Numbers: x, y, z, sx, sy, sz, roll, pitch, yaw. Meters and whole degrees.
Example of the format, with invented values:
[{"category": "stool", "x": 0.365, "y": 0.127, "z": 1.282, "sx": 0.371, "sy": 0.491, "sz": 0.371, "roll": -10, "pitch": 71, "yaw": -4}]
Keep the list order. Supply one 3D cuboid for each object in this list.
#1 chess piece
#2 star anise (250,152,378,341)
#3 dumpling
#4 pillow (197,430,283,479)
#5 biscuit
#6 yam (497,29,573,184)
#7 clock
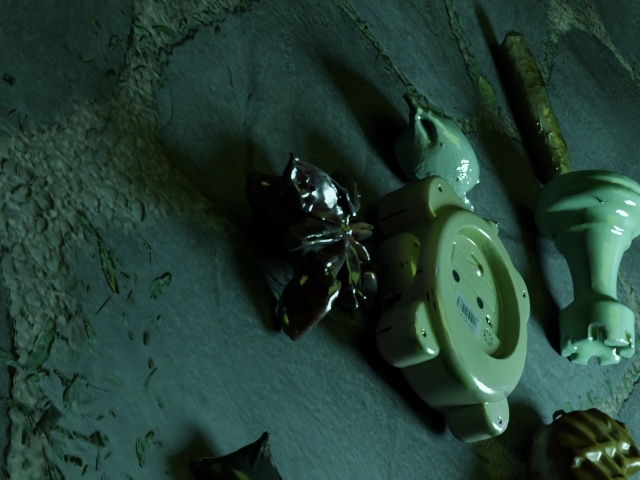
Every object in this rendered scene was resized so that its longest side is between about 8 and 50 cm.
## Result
[{"category": "chess piece", "x": 0.457, "y": 0.052, "z": 2.054, "sx": 0.195, "sy": 0.195, "sz": 0.299, "roll": 31, "pitch": 52, "yaw": -40}, {"category": "star anise", "x": 0.000, "y": -0.004, "z": 1.478, "sx": 0.283, "sy": 0.129, "sz": 0.212, "roll": -17, "pitch": 86, "yaw": -67}, {"category": "dumpling", "x": 0.162, "y": -0.125, "z": 1.838, "sx": 0.108, "sy": 0.153, "sz": 0.219, "roll": -35, "pitch": 117, "yaw": -16}, {"category": "pillow", "x": -0.062, "y": 0.275, "z": 1.234, "sx": 0.090, "sy": 0.048, "sz": 0.150, "roll": -7, "pitch": 75, "yaw": -60}, {"category": "biscuit", "x": 0.423, "y": 0.388, "z": 1.694, "sx": 0.366, "sy": 0.115, "sz": 0.268, "roll": 48, "pitch": 26, "yaw": 27}, {"category": "yam", "x": 0.399, "y": -0.246, "z": 2.290, "sx": 0.067, "sy": 0.071, "sz": 0.317, "roll": -10, "pitch": 71, "yaw": -19}, {"category": "clock", "x": 0.176, "y": 0.093, "z": 1.655, "sx": 0.284, "sy": 0.114, "sz": 0.309, "roll": 50, "pitch": 35, "yaw": -29}]
